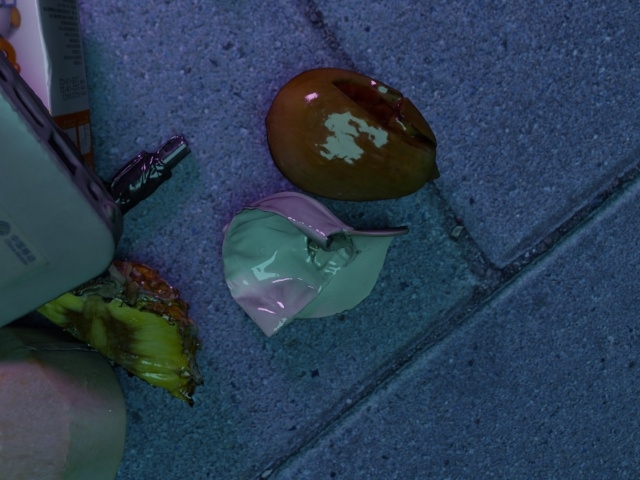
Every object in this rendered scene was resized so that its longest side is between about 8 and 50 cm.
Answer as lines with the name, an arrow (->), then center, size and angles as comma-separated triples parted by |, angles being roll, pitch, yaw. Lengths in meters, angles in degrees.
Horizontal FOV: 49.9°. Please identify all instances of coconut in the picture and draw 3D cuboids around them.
coconut -> -0.443, 0.275, 1.010 | 0.323, 0.323, 0.322 | -4, 106, -14

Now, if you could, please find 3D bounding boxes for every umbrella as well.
umbrella -> -0.296, -0.077, 1.074 | 0.236, 0.059, 0.066 | -41, 134, -4

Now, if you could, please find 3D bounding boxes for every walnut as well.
walnut -> 0.057, -0.152, 1.076 | 0.298, 0.203, 0.203 | 21, 99, -22

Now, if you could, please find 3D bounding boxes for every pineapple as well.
pineapple -> -0.279, 0.089, 1.052 | 0.335, 0.161, 0.158 | 34, 130, -12

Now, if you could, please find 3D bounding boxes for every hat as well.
hat -> 0.000, 0.006, 1.137 | 0.302, 0.168, 0.257 | -10, 147, -36

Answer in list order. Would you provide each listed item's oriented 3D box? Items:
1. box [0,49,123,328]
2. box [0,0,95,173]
box -> -0.490, -0.054, 0.800 | 0.397, 0.111, 0.395 | -27, 120, 4
box -> -0.443, -0.177, 0.935 | 0.225, 0.143, 0.341 | 0, 107, 2
